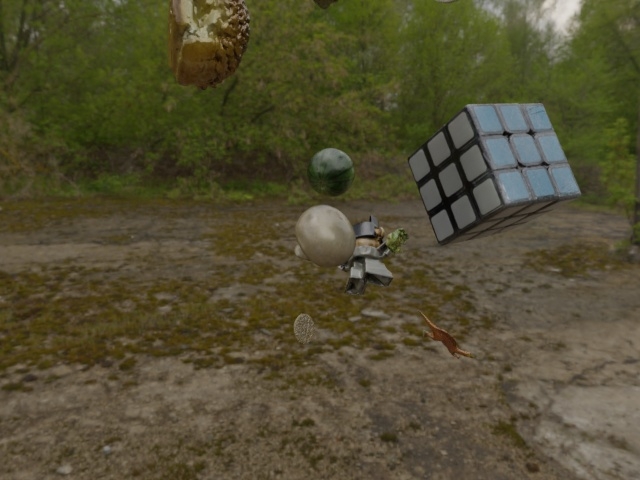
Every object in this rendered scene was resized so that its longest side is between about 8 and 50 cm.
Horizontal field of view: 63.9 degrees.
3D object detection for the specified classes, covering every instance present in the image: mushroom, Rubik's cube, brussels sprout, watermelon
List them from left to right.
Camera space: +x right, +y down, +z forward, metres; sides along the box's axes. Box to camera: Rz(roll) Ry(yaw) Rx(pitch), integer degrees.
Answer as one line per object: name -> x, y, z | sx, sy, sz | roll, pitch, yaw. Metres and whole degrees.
mushroom -> 0.000, 0.000, 1.572 | 0.204, 0.205, 0.204 | -2, 11, 0
watermelon -> 0.044, -0.266, 1.977 | 0.187, 0.188, 0.215 | 3, 30, 22
brussels sprout -> 0.235, -0.003, 1.584 | 0.085, 0.085, 0.058 | -10, 30, -36
Rubik's cube -> 0.485, -0.186, 1.468 | 0.305, 0.301, 0.304 | -11, -15, -26

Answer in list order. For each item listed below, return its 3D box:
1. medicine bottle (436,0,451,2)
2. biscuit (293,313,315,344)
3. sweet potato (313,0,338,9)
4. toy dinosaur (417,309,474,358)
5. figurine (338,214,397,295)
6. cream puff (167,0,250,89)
medicine bottle -> 0.474, -0.980, 1.895 | 0.189, 0.190, 0.332 | 2, 24, 18
biscuit -> -0.061, 0.340, 1.969 | 0.015, 0.120, 0.120 | -12, 2, 39
sweet potato -> 0.014, -0.637, 1.314 | 0.075, 0.076, 0.273 | -3, 17, -9
toy dinosaur -> 0.419, 0.332, 1.755 | 0.057, 0.212, 0.142 | -52, 22, -14
figurine -> 0.164, 0.042, 1.853 | 0.308, 0.309, 0.143 | 2, -32, 21
cream puff -> -0.324, -0.610, 1.495 | 0.231, 0.327, 0.343 | 1, 53, -22
